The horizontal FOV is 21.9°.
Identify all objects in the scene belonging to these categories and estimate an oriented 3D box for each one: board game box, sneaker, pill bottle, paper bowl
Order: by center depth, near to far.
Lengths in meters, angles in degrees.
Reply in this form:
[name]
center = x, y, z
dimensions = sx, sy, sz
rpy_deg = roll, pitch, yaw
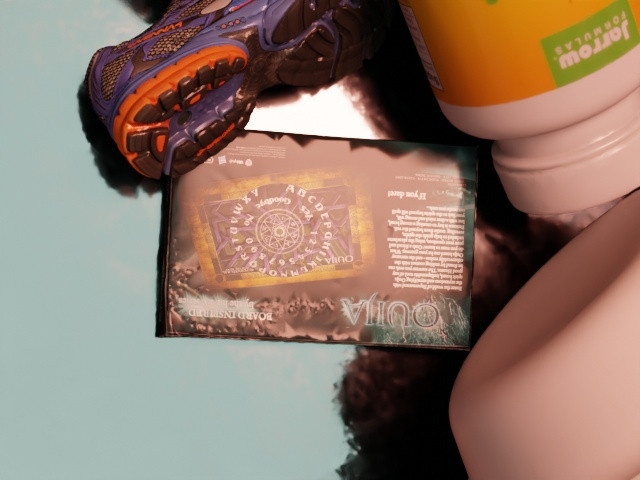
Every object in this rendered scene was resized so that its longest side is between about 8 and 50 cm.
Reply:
[paper bowl]
center = 0.181, 0.075, 0.884
dimensions = 0.148, 0.284, 0.284
rpy_deg = 46, 79, -6
[pill bottle]
center = 0.114, -0.143, 0.934
dimensions = 0.136, 0.136, 0.245
rpy_deg = -29, 113, -12
[sneaker]
center = -0.043, -0.126, 0.954
dimensions = 0.221, 0.083, 0.087
rpy_deg = -32, 52, -26
[board game box]
center = 0.000, 0.000, 0.983
dimensions = 0.186, 0.026, 0.126
rpy_deg = 4, 86, -12
